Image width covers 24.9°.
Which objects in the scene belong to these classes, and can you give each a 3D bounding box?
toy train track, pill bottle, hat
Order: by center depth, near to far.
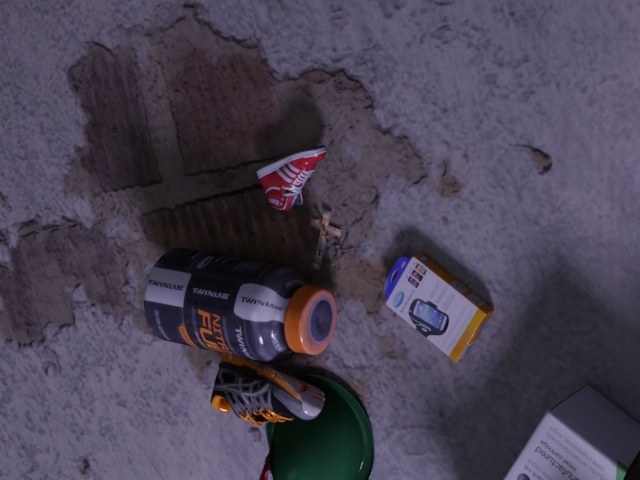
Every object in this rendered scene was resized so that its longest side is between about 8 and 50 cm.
[{"bbox_3d":[-0.047,0.298,1.887,0.173,0.183,0.208,0,101,33],"label":"hat"},{"bbox_3d":[0.000,0.000,1.891,0.048,0.014,0.083,22,113,28],"label":"toy train track"},{"bbox_3d":[-0.101,0.088,1.908,0.245,0.130,0.130,8,105,32],"label":"pill bottle"}]

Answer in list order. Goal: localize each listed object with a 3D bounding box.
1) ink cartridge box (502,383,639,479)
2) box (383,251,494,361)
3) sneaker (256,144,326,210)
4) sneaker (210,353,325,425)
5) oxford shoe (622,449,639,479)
[{"bbox_3d":[0.303,0.352,1.705,0.211,0.121,0.289,37,119,20],"label":"ink cartridge box"},{"bbox_3d":[0.142,0.078,1.807,0.136,0.028,0.081,41,120,22],"label":"box"},{"bbox_3d":[-0.029,-0.079,1.875,0.118,0.042,0.067,-21,85,43],"label":"sneaker"},{"bbox_3d":[-0.071,0.208,1.911,0.215,0.084,0.083,14,77,56],"label":"sneaker"},{"bbox_3d":[0.405,0.206,1.551,0.227,0.096,0.083,-44,65,-5],"label":"oxford shoe"}]
